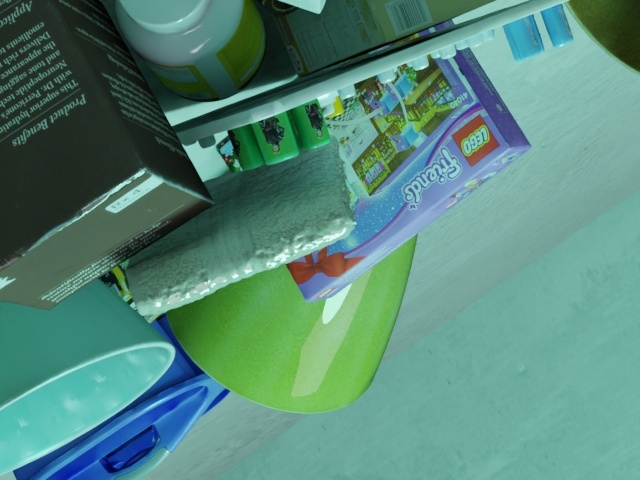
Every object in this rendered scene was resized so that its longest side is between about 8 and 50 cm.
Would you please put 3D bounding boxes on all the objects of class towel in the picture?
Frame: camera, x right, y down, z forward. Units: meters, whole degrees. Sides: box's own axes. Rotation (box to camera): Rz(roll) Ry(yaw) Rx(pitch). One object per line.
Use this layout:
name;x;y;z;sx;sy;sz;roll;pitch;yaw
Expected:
towel;-0.064;-0.020;1.540;0.187;0.049;0.282;-23;-167;3

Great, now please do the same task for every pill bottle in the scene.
pill bottle;-0.106;-0.181;1.484;0.103;0.103;0.184;-31;167;1

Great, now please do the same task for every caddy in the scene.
caddy;-0.274;0.237;2.493;0.341;0.179;0.241;-34;165;16

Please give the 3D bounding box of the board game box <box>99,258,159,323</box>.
board game box;-0.241;0.075;2.253;0.141;0.048;0.170;-18;162;-49

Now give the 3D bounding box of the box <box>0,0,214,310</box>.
box;-0.218;-0.079;1.401;0.168;0.203;0.167;-32;167;8

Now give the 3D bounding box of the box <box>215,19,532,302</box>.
box;0.050;-0.096;1.918;0.293;0.201;0.057;-37;165;29

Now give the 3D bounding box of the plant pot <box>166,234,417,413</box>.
plant pot;0.000;0.000;2.121;0.275;0.275;0.293;-17;147;-44

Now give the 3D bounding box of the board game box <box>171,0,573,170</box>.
board game box;-0.025;-0.113;1.653;0.390;0.050;0.390;-25;-172;-40

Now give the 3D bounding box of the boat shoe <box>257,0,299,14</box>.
boat shoe;0.072;-0.276;1.489;0.324;0.116;0.123;-37;165;26

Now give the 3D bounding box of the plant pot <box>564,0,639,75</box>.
plant pot;0.398;-0.320;1.863;0.254;0.237;0.237;-40;171;-23

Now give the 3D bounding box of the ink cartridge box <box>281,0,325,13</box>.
ink cartridge box;-0.076;-0.234;1.325;0.104;0.181;0.061;85;25;-75

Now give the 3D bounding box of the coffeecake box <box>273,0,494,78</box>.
coffeecake box;0.063;-0.215;1.681;0.142;0.068;0.185;-24;-174;-25

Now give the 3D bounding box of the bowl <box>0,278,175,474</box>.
bowl;-0.329;0.127;2.001;0.312;0.163;0.311;-28;167;-7
